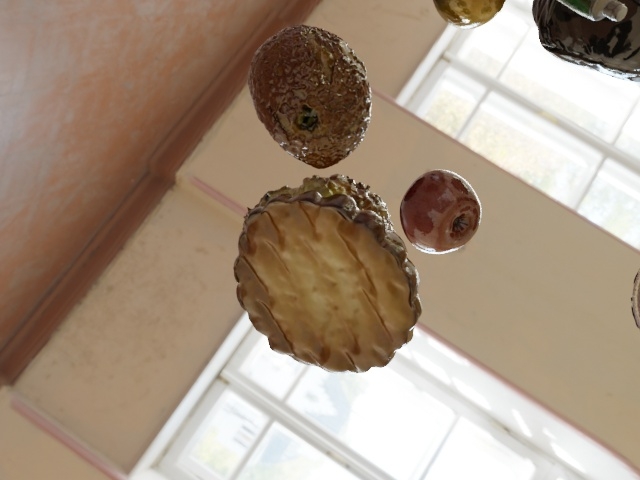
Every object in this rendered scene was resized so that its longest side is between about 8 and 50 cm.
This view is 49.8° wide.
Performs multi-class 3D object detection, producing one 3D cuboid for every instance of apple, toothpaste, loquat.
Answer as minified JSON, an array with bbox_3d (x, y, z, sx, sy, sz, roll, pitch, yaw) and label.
[{"bbox_3d":[0.219,-0.048,1.246,0.153,0.120,0.154,-15,116,-33],"label":"apple"},{"bbox_3d":[0.369,-0.400,1.049,0.078,0.248,0.047,-47,143,14],"label":"toothpaste"},{"bbox_3d":[0.267,-0.458,1.237,0.137,0.163,0.163,-24,-174,21],"label":"loquat"}]

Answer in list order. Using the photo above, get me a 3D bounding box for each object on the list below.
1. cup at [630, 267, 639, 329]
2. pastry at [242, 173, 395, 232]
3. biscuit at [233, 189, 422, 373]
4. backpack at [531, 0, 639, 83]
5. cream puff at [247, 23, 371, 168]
[{"bbox_3d":[0.772,0.097,1.308,0.273,0.253,0.253,-15,146,-39],"label":"cup"},{"bbox_3d":[0.015,0.009,1.665,0.405,0.337,0.292,-10,-141,48],"label":"pastry"},{"bbox_3d":[0.011,0.064,1.101,0.107,0.325,0.326,-45,167,-51],"label":"biscuit"},{"bbox_3d":[0.594,-0.540,1.274,0.254,0.363,0.446,-34,140,-41],"label":"backpack"},{"bbox_3d":[-0.007,-0.309,1.413,0.212,0.303,0.303,-33,-175,26],"label":"cream puff"}]
